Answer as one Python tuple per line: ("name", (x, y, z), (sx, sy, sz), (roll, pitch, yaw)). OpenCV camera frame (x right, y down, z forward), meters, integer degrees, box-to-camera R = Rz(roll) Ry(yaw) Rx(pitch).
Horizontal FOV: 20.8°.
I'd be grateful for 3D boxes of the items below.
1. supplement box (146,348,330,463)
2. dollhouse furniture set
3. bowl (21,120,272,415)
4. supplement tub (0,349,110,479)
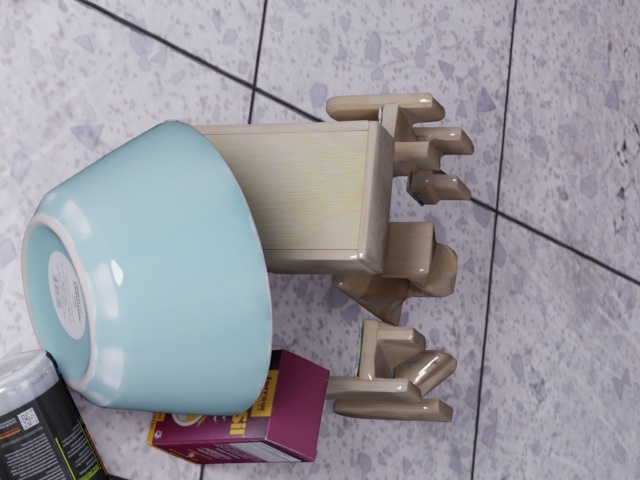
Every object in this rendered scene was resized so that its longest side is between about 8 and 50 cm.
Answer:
("supplement box", (-0.090, 0.182, 1.897), (0.081, 0.188, 0.104), (30, 63, -42))
("dollhouse furniture set", (0.000, 0.000, 2.058), (0.394, 0.256, 0.362), (38, 55, -65))
("bowl", (-0.193, 0.046, 1.757), (0.163, 0.311, 0.312), (-14, 95, -28))
("supplement tub", (-0.281, 0.214, 1.723), (0.117, 0.117, 0.190), (-35, 106, -46))
